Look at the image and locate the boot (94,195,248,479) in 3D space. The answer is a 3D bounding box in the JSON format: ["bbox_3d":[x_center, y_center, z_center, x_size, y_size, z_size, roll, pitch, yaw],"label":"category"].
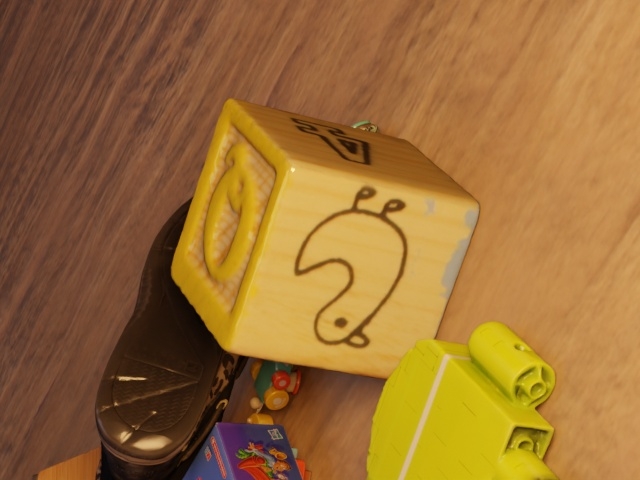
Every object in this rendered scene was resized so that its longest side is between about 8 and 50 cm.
[{"bbox_3d":[-0.139,0.140,2.036,0.284,0.138,0.377,103,-173,-51],"label":"boot"}]

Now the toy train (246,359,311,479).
[{"bbox_3d":[-0.033,0.183,1.942,0.125,0.046,0.166,-9,74,61],"label":"toy train"}]

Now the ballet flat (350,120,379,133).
[{"bbox_3d":[0.007,-0.055,1.940,0.188,0.070,0.070,-36,48,49],"label":"ballet flat"}]

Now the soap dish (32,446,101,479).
[{"bbox_3d":[-0.272,0.404,2.186,0.229,0.118,0.291,109,161,-65],"label":"soap dish"}]

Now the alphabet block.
[{"bbox_3d":[0.000,0.000,1.766,0.193,0.197,0.192,44,120,60],"label":"alphabet block"}]

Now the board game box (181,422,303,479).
[{"bbox_3d":[-0.065,0.381,1.832,0.233,0.078,0.347,-58,40,37],"label":"board game box"}]

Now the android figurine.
[{"bbox_3d":[0.115,0.189,1.616,0.273,0.056,0.248,45,120,60],"label":"android figurine"}]
